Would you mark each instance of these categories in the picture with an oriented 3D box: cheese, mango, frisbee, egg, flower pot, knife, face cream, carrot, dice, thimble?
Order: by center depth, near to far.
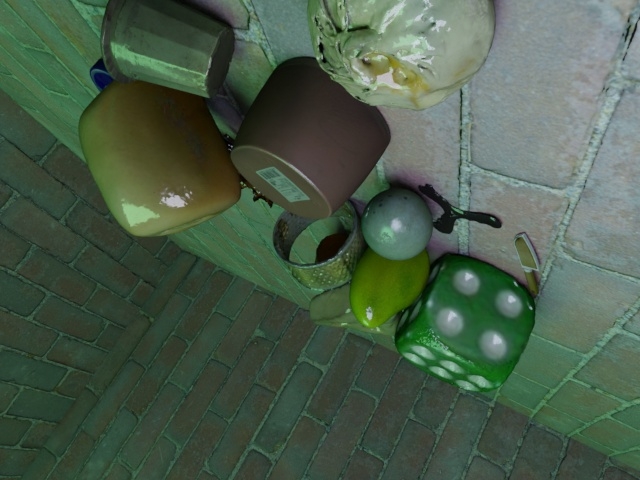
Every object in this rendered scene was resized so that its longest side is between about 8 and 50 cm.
[{"bbox_3d":[-0.291,-0.386,0.920,0.203,0.212,0.212,21,163,-4],"label":"flower pot"},{"bbox_3d":[0.301,-0.072,1.085,0.187,0.012,0.211,36,163,-15],"label":"frisbee"},{"bbox_3d":[0.503,0.058,1.093,0.046,0.022,0.256,22,157,46],"label":"knife"},{"bbox_3d":[0.184,-0.038,1.097,0.169,0.169,0.236,23,174,23],"label":"egg"},{"bbox_3d":[0.186,0.104,1.231,0.192,0.343,0.156,38,141,1],"label":"mango"},{"bbox_3d":[-0.519,-0.433,1.270,0.206,0.111,0.206,27,161,10],"label":"face cream"},{"bbox_3d":[0.401,0.235,1.291,0.297,0.300,0.287,29,160,7],"label":"dice"},{"bbox_3d":[0.000,0.000,1.354,0.271,0.270,0.150,20,158,31],"label":"thimble"},{"bbox_3d":[0.180,0.220,1.464,0.351,0.129,0.328,14,157,-23],"label":"cheese"},{"bbox_3d":[0.080,0.100,1.618,0.331,0.214,0.193,99,152,-66],"label":"carrot"}]

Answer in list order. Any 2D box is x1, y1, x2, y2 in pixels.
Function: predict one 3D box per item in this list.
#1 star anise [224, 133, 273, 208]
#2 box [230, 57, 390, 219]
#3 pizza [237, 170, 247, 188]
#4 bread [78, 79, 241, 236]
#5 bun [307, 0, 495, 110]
[{"bbox_3d":[-0.153,-0.208,1.260,0.347,0.148,0.237,26,140,23],"label":"star anise"},{"bbox_3d":[-0.033,-0.198,0.960,0.301,0.216,0.301,29,161,11],"label":"box"},{"bbox_3d":[-0.299,-0.227,1.442,0.290,0.081,0.229,26,176,34],"label":"pizza"},{"bbox_3d":[-0.380,-0.217,1.116,0.253,0.348,0.375,-22,90,51],"label":"bread"},{"bbox_3d":[0.093,-0.282,0.635,0.287,0.146,0.287,29,165,9],"label":"bun"}]
